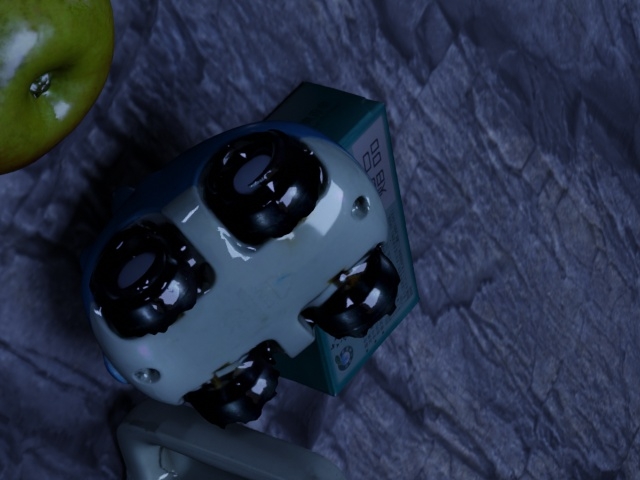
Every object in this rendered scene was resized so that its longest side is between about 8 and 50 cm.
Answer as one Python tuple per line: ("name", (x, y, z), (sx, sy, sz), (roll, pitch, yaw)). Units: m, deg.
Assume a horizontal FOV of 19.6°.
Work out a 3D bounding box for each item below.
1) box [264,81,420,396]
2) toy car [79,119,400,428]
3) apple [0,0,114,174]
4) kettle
("box", (0.000, 0.000, 1.689), (0.153, 0.092, 0.245), (-46, 140, -36))
("toy car", (-0.076, 0.008, 1.479), (0.255, 0.190, 0.188), (-39, 129, 3))
("apple", (-0.226, -0.134, 1.202), (0.196, 0.196, 0.196), (-31, 129, -46))
("kettle", (-0.025, 0.288, 1.578), (0.265, 0.318, 0.205), (35, 76, -56))
